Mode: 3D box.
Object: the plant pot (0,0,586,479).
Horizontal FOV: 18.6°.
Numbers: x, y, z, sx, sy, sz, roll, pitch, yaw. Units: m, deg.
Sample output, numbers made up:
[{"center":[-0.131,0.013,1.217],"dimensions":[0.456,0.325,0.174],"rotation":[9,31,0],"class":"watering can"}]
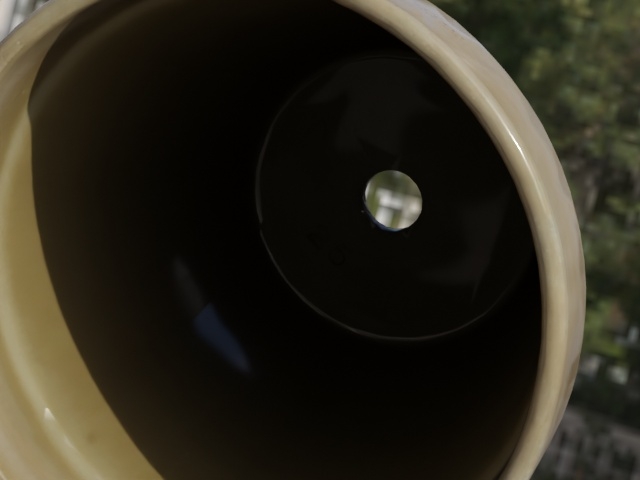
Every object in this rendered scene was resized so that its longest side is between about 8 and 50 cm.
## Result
[{"center":[0.000,0.000,1.018],"dimensions":[0.323,0.323,0.280],"rotation":[14,17,17],"class":"plant pot"}]
